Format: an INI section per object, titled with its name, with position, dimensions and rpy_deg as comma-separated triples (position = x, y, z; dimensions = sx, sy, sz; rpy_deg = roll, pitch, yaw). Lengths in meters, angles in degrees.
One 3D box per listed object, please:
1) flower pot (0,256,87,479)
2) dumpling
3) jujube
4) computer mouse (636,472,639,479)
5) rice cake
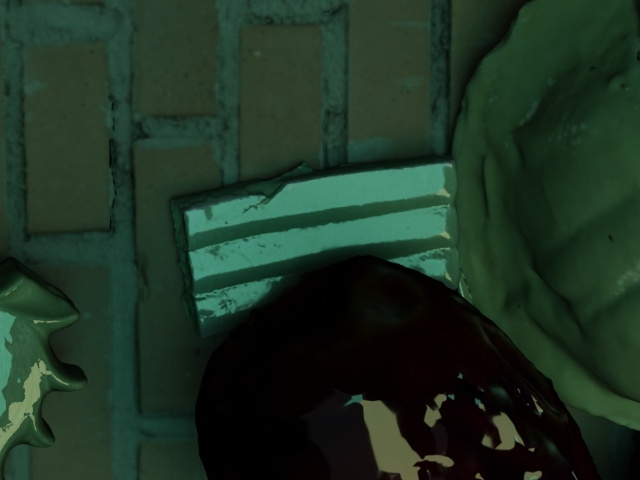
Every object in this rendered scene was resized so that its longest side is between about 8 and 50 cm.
[flower pot]
position = -0.372, 0.072, 1.515
dimensions = 0.367, 0.164, 0.254
rpy_deg = 35, 87, -15
[dumpling]
position = 0.238, -0.010, 1.589
dimensions = 0.315, 0.233, 0.395
rpy_deg = -23, 95, 26
[jujube]
position = 0.068, 0.175, 1.580
dimensions = 0.258, 0.258, 0.376
rpy_deg = -49, 123, 1
[computer mouse]
position = 0.315, 0.215, 1.684
dimensions = 0.077, 0.146, 0.242
rpy_deg = 27, 77, 20
[rice cake]
position = 0.000, 0.000, 1.632
dimensions = 0.237, 0.043, 0.127
rpy_deg = -8, 103, -8
